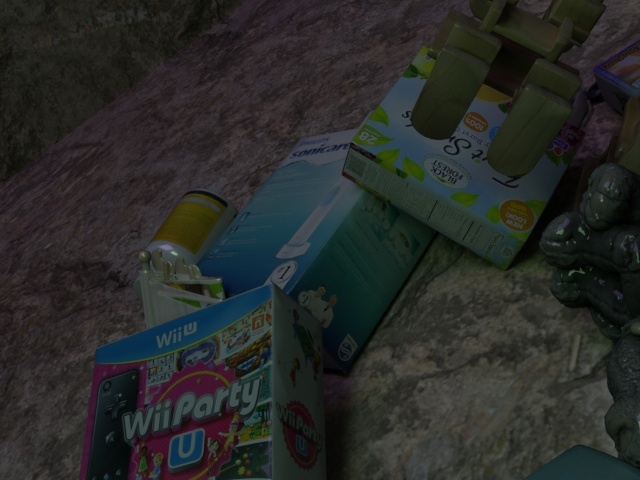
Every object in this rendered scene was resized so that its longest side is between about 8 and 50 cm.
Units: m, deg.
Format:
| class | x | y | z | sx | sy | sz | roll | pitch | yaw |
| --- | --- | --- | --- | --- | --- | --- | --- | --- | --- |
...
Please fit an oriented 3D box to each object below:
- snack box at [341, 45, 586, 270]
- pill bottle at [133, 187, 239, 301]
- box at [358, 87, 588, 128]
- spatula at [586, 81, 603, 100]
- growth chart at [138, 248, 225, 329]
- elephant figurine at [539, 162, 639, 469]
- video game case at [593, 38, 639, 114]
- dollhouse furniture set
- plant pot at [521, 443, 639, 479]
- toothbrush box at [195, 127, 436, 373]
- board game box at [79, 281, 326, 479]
| class | x | y | z | sx | sy | sz | roll | pitch | yaw |
| --- | --- | --- | --- | --- | --- | --- | --- | --- | --- |
| snack box | 0.156 | -0.094 | 0.881 | 0.174 | 0.207 | 0.070 | -53 | -12 | -29 |
| pill bottle | -0.199 | 0.016 | 1.199 | 0.103 | 0.103 | 0.184 | -12 | 36 | 38 |
| box | 0.186 | -0.156 | 1.073 | 0.324 | 0.063 | 0.067 | -5 | 43 | 44 |
| spatula | 0.446 | -0.262 | 0.978 | 0.296 | 0.030 | 0.084 | -34 | 27 | 5 |
| growth chart | -0.138 | 0.105 | 0.911 | 0.021 | 0.172 | 0.237 | -13 | 22 | -41 |
| elephant figurine | 0.274 | 0.052 | 0.581 | 0.186 | 0.169 | 0.239 | -53 | 22 | 15 |
| video game case | 0.460 | -0.193 | 0.828 | 0.269 | 0.061 | 0.244 | -33 | 30 | 7 |
| dollhouse furniture set | 0.213 | -0.129 | 0.771 | 0.212 | 0.242 | 0.161 | -62 | -2 | -39 |
| plant pot | 0.167 | 0.230 | 0.422 | 0.165 | 0.166 | 0.234 | -35 | 22 | 3 |
| toothbrush box | 0.000 | 0.000 | 0.979 | 0.216 | 0.126 | 0.295 | -3 | 43 | 48 |
| board game box | -0.108 | 0.216 | 0.720 | 0.224 | 0.097 | 0.303 | -22 | 49 | 24 |
